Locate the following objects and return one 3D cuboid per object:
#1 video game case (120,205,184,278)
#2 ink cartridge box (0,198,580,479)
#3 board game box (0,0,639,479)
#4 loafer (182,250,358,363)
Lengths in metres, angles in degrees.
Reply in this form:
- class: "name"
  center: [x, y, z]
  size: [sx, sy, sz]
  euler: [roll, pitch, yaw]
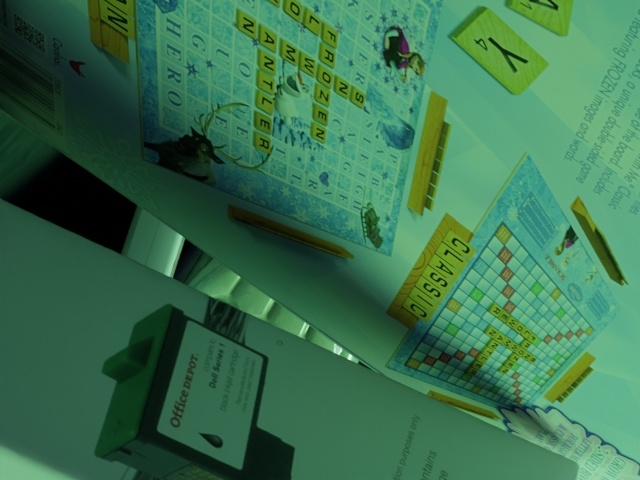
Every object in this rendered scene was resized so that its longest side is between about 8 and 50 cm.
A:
- class: "video game case"
  center: [-0.100, 0.067, 0.945]
  size: [0.285, 0.025, 0.204]
  euler: [114, -7, -56]
- class: "ink cartridge box"
  center: [-0.051, 0.101, 0.648]
  size: [0.160, 0.219, 0.093]
  euler: [117, -5, -47]
- class: "board game box"
  center: [0.038, -0.048, 0.556]
  size: [0.066, 0.318, 0.319]
  euler: [-52, 171, -22]
- class: "loafer"
  center: [0.000, 0.000, 1.085]
  size: [0.319, 0.112, 0.111]
  euler: [-61, 172, 20]
